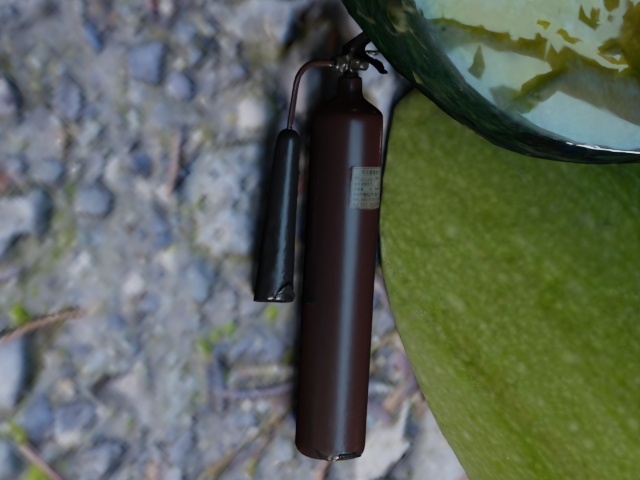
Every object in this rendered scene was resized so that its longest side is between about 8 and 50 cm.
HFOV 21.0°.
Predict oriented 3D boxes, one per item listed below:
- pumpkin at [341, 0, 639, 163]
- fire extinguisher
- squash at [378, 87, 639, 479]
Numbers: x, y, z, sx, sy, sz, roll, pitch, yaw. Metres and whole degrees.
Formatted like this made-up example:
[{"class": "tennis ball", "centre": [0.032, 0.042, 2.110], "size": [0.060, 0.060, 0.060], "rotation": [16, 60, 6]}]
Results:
[{"class": "pumpkin", "centre": [0.133, -0.155, 0.619], "size": [0.293, 0.197, 0.263], "rotation": [-9, 93, -5]}, {"class": "fire extinguisher", "centre": [0.000, 0.000, 0.680], "size": [0.049, 0.035, 0.173], "rotation": [4, 97, 8]}, {"class": "squash", "centre": [0.132, 0.047, 0.766], "size": [0.189, 0.189, 0.260], "rotation": [-39, 78, -19]}]
